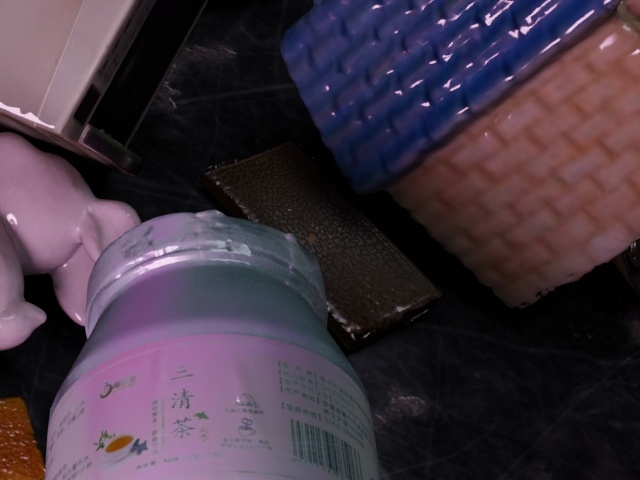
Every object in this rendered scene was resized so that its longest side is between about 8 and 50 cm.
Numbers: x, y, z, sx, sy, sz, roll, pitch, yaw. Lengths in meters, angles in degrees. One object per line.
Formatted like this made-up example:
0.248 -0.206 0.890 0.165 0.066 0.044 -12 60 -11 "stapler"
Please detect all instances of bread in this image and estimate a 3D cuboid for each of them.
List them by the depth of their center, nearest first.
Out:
-0.265 0.164 1.004 0.094 0.035 0.090 -3 49 -31 "bread"

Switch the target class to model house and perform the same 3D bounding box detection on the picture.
0.213 -0.254 1.350 0.400 0.395 0.445 37 39 -16 "model house"

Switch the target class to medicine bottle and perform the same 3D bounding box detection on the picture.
-0.080 0.145 0.973 0.245 0.245 0.290 12 40 -18 "medicine bottle"

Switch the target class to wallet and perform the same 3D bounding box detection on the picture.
0.000 0.000 1.319 0.133 0.039 0.243 -26 64 -36 "wallet"

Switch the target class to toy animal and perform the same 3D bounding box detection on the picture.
-0.261 0.007 1.099 0.193 0.127 0.178 -24 64 -44 "toy animal"

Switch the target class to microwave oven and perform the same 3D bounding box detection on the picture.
-0.262 -0.226 1.086 0.333 0.247 0.394 23 -2 -3 "microwave oven"

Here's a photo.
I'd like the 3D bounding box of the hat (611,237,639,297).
0.349 -0.008 1.491 0.193 0.082 0.193 14 71 -47 "hat"
